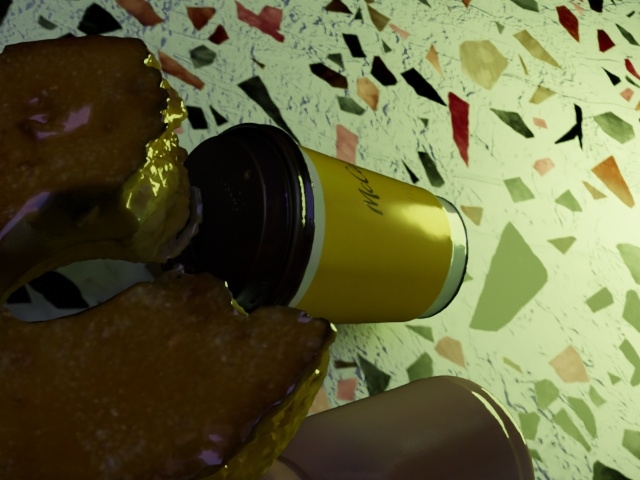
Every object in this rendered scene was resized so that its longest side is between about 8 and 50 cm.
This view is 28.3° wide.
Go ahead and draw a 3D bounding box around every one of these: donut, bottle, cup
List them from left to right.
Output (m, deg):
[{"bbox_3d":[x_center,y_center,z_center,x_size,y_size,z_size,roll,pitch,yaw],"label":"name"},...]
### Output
[{"bbox_3d":[-0.213,0.055,0.964,0.378,0.163,0.435,-16,52,-12],"label":"donut"},{"bbox_3d":[0.000,0.000,1.207,0.280,0.196,0.196,9,54,-38],"label":"cup"},{"bbox_3d":[0.014,0.220,1.066,0.297,0.173,0.206,-13,28,-41],"label":"bottle"}]
